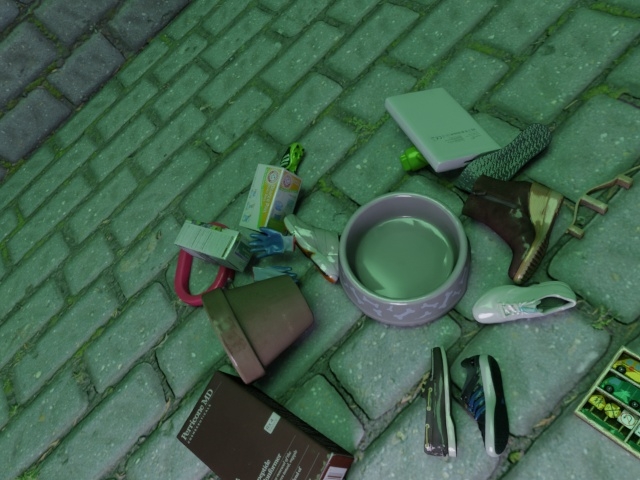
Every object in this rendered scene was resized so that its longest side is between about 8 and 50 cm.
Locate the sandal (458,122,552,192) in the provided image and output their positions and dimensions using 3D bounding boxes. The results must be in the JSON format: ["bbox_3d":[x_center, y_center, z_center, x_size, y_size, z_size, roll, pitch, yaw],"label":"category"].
[{"bbox_3d":[0.483,-0.201,1.181,0.254,0.054,0.097,-33,77,10],"label":"sandal"}]

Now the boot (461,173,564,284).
[{"bbox_3d":[0.438,-0.034,1.087,0.207,0.090,0.248,20,80,36],"label":"boot"}]

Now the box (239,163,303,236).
[{"bbox_3d":[-0.149,-0.119,1.385,0.103,0.114,0.203,15,86,32],"label":"box"}]

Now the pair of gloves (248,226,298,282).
[{"bbox_3d":[-0.136,0.061,1.297,0.159,0.023,0.198,4,101,28],"label":"pair of gloves"}]

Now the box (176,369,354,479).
[{"bbox_3d":[-0.135,0.482,1.058,0.381,0.143,0.191,20,74,35],"label":"box"}]

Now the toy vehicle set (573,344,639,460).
[{"bbox_3d":[0.634,0.335,0.815,0.267,0.035,0.166,35,82,36],"label":"toy vehicle set"}]

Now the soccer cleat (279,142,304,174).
[{"bbox_3d":[-0.111,-0.245,1.510,0.072,0.060,0.179,5,67,54],"label":"soccer cleat"}]

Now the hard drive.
[{"bbox_3d":[0.339,-0.322,1.279,0.203,0.040,0.307,-15,52,-15],"label":"hard drive"}]

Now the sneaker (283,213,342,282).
[{"bbox_3d":[0.000,0.000,1.297,0.121,0.099,0.262,-39,60,-7],"label":"sneaker"}]

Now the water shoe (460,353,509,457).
[{"bbox_3d":[0.340,0.344,0.950,0.080,0.073,0.203,-22,48,41],"label":"water shoe"}]

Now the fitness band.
[{"bbox_3d":[-0.370,0.071,1.462,0.209,0.054,0.291,-12,57,23],"label":"fitness band"}]

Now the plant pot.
[{"bbox_3d":[-0.149,0.201,1.172,0.229,0.263,0.263,-29,52,-11],"label":"plant pot"}]

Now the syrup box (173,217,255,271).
[{"bbox_3d":[-0.322,0.012,1.374,0.237,0.093,0.096,13,70,34],"label":"syrup box"}]

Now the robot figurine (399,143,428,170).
[{"bbox_3d":[0.286,-0.242,1.295,0.115,0.067,0.101,-22,25,15],"label":"robot figurine"}]

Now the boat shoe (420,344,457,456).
[{"bbox_3d":[0.249,0.341,0.977,0.068,0.081,0.228,-7,63,18],"label":"boat shoe"}]

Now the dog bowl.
[{"bbox_3d":[0.204,0.030,1.128,0.349,0.102,0.349,-5,62,11],"label":"dog bowl"}]

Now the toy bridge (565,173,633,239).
[{"bbox_3d":[0.637,-0.085,1.056,0.188,0.026,0.063,-45,51,-2],"label":"toy bridge"}]

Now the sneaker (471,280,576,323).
[{"bbox_3d":[0.436,0.139,0.977,0.212,0.094,0.080,-18,97,17],"label":"sneaker"}]
